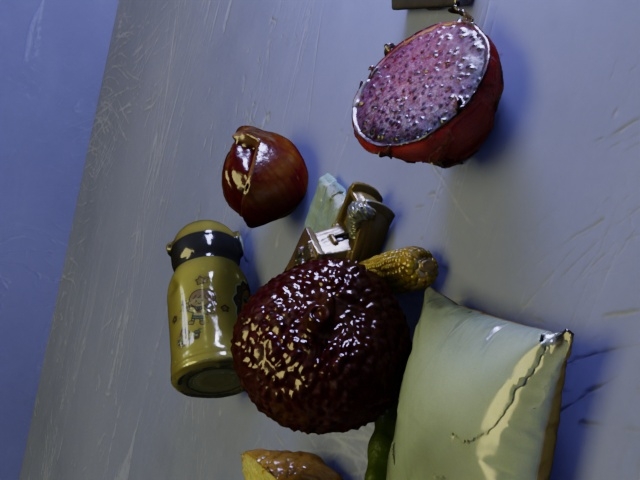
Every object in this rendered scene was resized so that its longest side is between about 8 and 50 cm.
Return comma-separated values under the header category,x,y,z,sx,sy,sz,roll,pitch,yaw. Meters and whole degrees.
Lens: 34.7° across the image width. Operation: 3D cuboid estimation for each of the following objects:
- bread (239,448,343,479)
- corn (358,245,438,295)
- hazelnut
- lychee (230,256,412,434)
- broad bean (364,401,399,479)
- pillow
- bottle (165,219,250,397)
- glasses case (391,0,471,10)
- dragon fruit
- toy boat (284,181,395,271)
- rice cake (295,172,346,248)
category,x,y,z,sx,sy,sz,roll,pitch,yaw
bread,-0.040,0.412,1.628,0.229,0.140,0.143,24,107,63
corn,0.105,0.048,1.512,0.207,0.068,0.068,-16,69,62
hazelnut,-0.112,-0.117,1.884,0.202,0.161,0.170,37,118,54
lychee,0.003,0.153,1.434,0.261,0.261,0.260,-26,61,59
broad bean,0.083,0.310,1.443,0.052,0.052,0.256,72,-153,-48
pillow,0.183,0.229,1.252,0.310,0.119,0.312,-160,77,-67
bottle,-0.218,0.119,2.024,0.171,0.172,0.351,-49,41,48
glasses case,0.165,-0.382,1.534,0.191,0.042,0.072,-158,70,-63
dragon fruit,0.167,-0.176,1.398,0.219,0.148,0.223,-30,41,21
toy boat,0.010,0.046,1.645,0.321,0.122,0.089,-63,38,33
rice cake,0.000,0.000,1.765,0.211,0.038,0.124,-68,30,26
